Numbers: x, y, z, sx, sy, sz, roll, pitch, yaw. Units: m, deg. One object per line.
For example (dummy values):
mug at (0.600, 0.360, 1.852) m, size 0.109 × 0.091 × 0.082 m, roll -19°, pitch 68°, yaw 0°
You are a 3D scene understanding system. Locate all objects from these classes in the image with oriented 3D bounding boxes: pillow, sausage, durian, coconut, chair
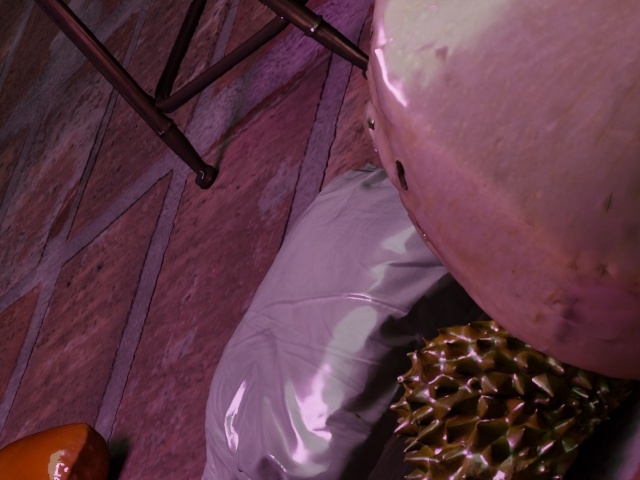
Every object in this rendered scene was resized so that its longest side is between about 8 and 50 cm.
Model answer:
pillow at (0.022, 0.076, 1.332) m, size 0.310 × 0.138 × 0.283 m, roll -62°, pitch 21°, yaw -7°
sausage at (-0.291, 0.246, 1.855) m, size 0.238 × 0.098 × 0.098 m, roll -23°, pitch 40°, yaw 53°
durian at (0.103, 0.123, 1.121) m, size 0.187 × 0.119 × 0.108 m, roll -38°, pitch 25°, yaw 39°
coconut at (0.190, -0.101, 0.897) m, size 0.352 × 0.352 × 0.352 m, roll -46°, pitch 24°, yaw 28°
chair at (-0.147, -0.352, 1.904) m, size 0.364 × 0.410 × 0.362 m, roll -29°, pitch 36°, yaw 53°

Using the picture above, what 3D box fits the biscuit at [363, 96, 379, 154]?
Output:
biscuit at (0.112, -0.138, 1.568) m, size 0.250 × 0.032 × 0.133 m, roll -39°, pitch 28°, yaw 40°
